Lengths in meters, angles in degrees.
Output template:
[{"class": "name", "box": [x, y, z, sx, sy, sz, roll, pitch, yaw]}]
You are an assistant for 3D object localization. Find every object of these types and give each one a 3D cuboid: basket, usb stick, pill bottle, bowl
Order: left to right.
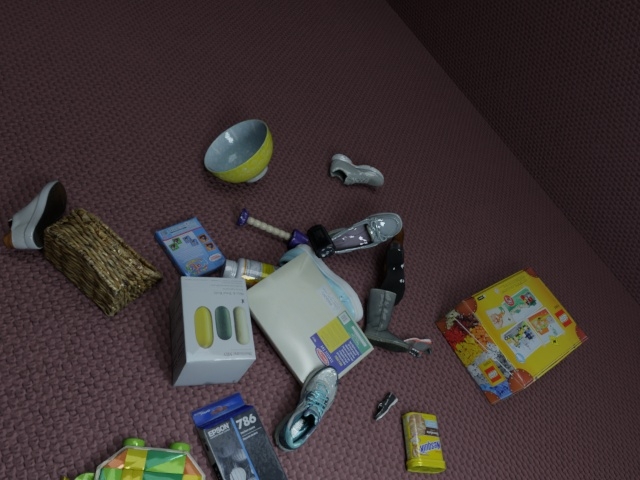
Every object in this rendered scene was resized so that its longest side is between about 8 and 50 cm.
[{"class": "basket", "box": [-0.633, 0.032, 1.481, 0.299, 0.213, 0.223, 41, 48, 6]}, {"class": "bowl", "box": [-0.294, -0.323, 1.953, 0.156, 0.290, 0.289, 54, 30, -43]}, {"class": "pill bottle", "box": [-0.228, 0.128, 1.690, 0.215, 0.117, 0.117, 15, 50, -17]}, {"class": "usb stick", "box": [0.000, 0.000, 1.857, 0.278, 0.077, 0.045, -117, -178, -70]}]

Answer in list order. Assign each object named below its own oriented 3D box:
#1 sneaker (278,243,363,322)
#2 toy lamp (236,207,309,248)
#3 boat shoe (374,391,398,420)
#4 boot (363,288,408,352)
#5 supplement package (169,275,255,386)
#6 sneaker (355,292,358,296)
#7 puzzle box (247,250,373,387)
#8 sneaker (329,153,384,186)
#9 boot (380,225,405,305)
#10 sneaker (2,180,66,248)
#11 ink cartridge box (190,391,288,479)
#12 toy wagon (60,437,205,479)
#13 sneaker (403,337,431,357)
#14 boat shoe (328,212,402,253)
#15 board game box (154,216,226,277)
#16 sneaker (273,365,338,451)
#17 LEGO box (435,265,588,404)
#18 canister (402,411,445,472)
[{"class": "sneaker", "box": [-0.014, 0.175, 1.769, 0.150, 0.135, 0.366, -27, 60, -38]}, {"class": "toy lamp", "box": [-0.176, -0.039, 1.873, 0.275, 0.080, 0.080, 23, 48, -12]}, {"class": "boat shoe", "box": [0.213, 0.552, 1.650, 0.038, 0.046, 0.125, 48, 45, 12]}, {"class": "boot", "box": [0.249, 0.291, 1.819, 0.190, 0.076, 0.208, 19, 54, 3]}, {"class": "supplement package", "box": [-0.328, 0.269, 1.472, 0.199, 0.198, 0.262, 4, 54, -26]}, {"class": "sneaker", "box": [0.076, 0.197, 1.845, 0.134, 0.051, 0.070, 37, 42, -4]}, {"class": "puzzle box", "box": [-0.043, 0.273, 1.623, 0.272, 0.052, 0.408, -34, 88, -26]}, {"class": "sneaker", "box": [0.158, -0.287, 2.244, 0.263, 0.099, 0.121, 21, 55, -2]}, {"class": "boot", "box": [0.293, 0.096, 1.989, 0.096, 0.264, 0.280, -2, 19, 11]}, {"class": "sneaker", "box": [-0.881, -0.086, 1.517, 0.123, 0.105, 0.290, -5, 40, 2]}, {"class": "ink cartridge box", "box": [-0.221, 0.591, 1.378, 0.165, 0.065, 0.332, -16, 64, -36]}, {"class": "toy wagon", "box": [-0.464, 0.628, 1.213, 0.345, 0.068, 0.267, 14, 50, -19]}, {"class": "sneaker", "box": [0.353, 0.401, 1.835, 0.158, 0.061, 0.064, 4, 61, -25]}, {"class": "boat shoe", "box": [0.159, -0.019, 1.902, 0.103, 0.321, 0.118, -70, 144, -71]}, {"class": "board game box", "box": [-0.443, 0.032, 1.702, 0.160, 0.039, 0.211, -26, 70, -39]}, {"class": "sneaker", "box": [-0.019, 0.499, 1.468, 0.110, 0.122, 0.283, 37, 65, -5]}, {"class": "LEGO box", "box": [0.775, 0.362, 1.996, 0.500, 0.193, 0.372, -17, 65, -36]}, {"class": "canister", "box": [0.333, 0.658, 1.616, 0.126, 0.073, 0.169, 14, 49, -19]}]
